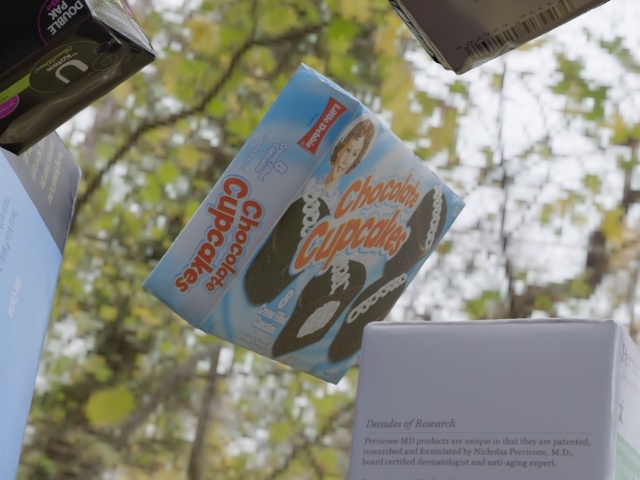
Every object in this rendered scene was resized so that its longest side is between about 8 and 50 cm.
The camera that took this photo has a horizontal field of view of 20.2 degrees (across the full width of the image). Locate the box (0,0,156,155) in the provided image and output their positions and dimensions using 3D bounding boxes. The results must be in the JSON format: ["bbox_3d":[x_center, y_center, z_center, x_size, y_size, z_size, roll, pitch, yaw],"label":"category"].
[{"bbox_3d":[-0.104,-0.082,0.586,0.062,0.083,0.052,-33,-19,11],"label":"box"}]

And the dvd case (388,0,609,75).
[{"bbox_3d":[0.077,-0.120,0.402,0.179,0.030,0.238,-26,-17,10],"label":"dvd case"}]

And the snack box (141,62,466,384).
[{"bbox_3d":[0.000,0.000,1.330,0.060,0.187,0.322,36,1,21],"label":"snack box"}]

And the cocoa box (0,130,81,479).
[{"bbox_3d":[-0.267,0.006,0.771,0.231,0.347,0.228,-26,-64,12],"label":"cocoa box"}]

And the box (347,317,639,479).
[{"bbox_3d":[0.074,0.085,0.679,0.102,0.087,0.101,-3,-22,22],"label":"box"}]
